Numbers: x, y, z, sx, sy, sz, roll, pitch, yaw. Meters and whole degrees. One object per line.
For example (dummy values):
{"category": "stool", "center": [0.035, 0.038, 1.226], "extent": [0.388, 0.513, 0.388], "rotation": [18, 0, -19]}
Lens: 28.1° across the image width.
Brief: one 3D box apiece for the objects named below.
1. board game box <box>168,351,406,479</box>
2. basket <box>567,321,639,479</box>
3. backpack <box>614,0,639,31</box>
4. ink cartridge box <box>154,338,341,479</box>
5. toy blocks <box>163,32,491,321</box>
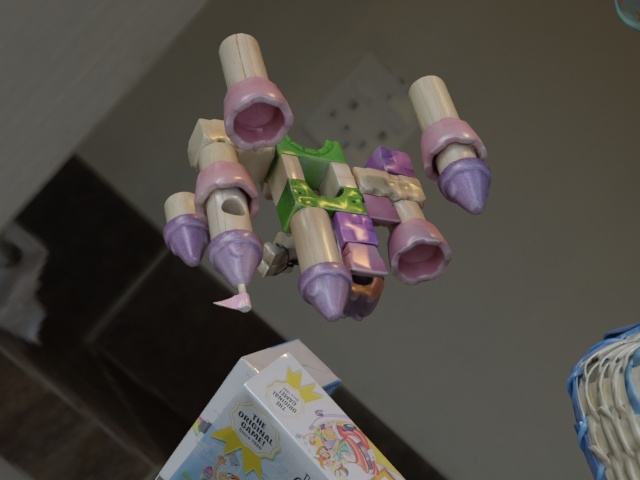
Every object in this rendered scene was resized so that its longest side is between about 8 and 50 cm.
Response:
{"category": "board game box", "center": [0.011, 0.128, 0.460], "extent": [0.154, 0.026, 0.103], "rotation": [47, -46, 11]}
{"category": "basket", "center": [0.327, 0.179, 1.086], "extent": [0.289, 0.201, 0.255], "rotation": [113, -43, -76]}
{"category": "backpack", "center": [0.408, -0.291, 1.246], "extent": [0.253, 0.225, 0.191], "rotation": [4, -36, 25]}
{"category": "ink cartridge box", "center": [-0.072, 0.180, 1.143], "extent": [0.061, 0.181, 0.104], "rotation": [43, 23, 18]}
{"category": "toy blocks", "center": [0.000, 0.000, 1.308], "extent": [0.288, 0.309, 0.260], "rotation": [8, 42, -24]}
